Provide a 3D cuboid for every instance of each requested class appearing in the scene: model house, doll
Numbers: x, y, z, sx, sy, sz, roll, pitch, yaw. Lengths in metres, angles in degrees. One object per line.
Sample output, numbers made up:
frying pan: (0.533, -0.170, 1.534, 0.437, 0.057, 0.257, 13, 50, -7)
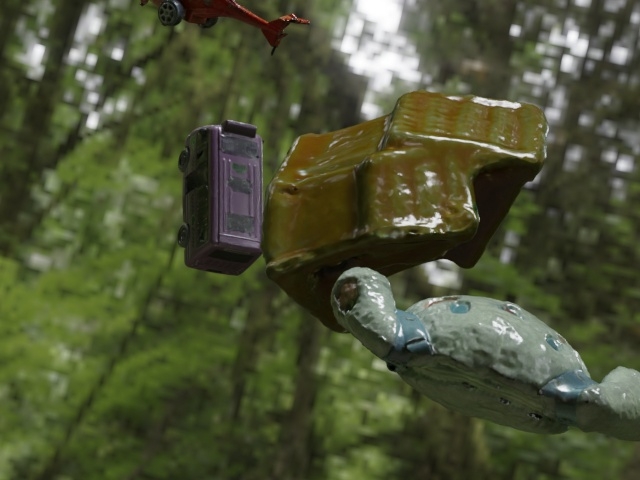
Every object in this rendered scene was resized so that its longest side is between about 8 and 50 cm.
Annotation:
model house: (0.089, -0.029, 1.704, 0.239, 0.268, 0.173, -19, -69, 17)
doll: (0.102, 0.075, 1.173, 0.214, 0.071, 0.103, 23, 15, 5)

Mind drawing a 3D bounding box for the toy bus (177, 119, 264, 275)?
toy bus: (-0.115, -0.055, 2.366, 0.087, 0.178, 0.098, 10, -25, -26)

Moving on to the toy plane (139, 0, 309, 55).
toy plane: (-0.096, -0.229, 1.873, 0.194, 0.077, 0.126, 24, 18, 12)

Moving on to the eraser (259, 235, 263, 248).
eraser: (0.000, 0.000, 2.151, 0.097, 0.045, 0.122, 9, -1, 21)
